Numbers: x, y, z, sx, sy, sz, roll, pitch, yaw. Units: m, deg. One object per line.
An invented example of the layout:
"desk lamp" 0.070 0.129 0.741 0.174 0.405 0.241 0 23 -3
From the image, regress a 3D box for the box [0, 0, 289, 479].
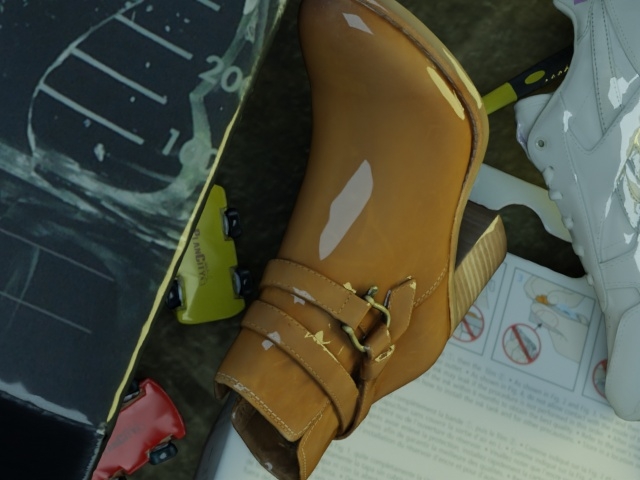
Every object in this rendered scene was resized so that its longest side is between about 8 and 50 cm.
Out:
"box" -0.271 -0.141 0.920 0.479 0.297 0.472 23 61 -6

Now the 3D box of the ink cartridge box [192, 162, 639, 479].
"ink cartridge box" 0.085 0.139 1.141 0.308 0.091 0.385 22 67 -11

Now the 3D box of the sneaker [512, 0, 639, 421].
"sneaker" 0.205 -0.032 1.119 0.152 0.114 0.305 6 95 20

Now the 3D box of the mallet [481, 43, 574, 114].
"mallet" 0.123 -0.109 1.155 0.189 0.039 0.062 -37 86 -17

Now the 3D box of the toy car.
"toy car" -0.055 0.101 1.162 0.225 0.053 0.239 24 84 -11

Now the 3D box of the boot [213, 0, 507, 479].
"boot" 0.000 0.000 0.988 0.109 0.283 0.220 27 63 34
